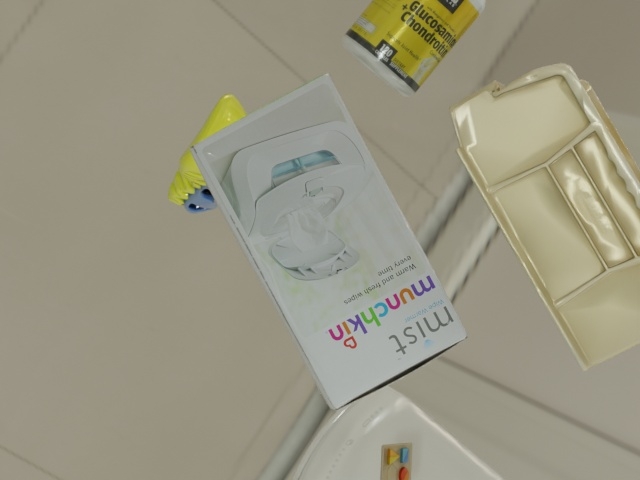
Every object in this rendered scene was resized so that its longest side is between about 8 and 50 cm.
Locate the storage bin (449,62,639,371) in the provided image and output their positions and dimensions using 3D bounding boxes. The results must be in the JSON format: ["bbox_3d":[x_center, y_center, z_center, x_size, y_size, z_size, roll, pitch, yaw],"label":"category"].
[{"bbox_3d":[0.242,-0.032,1.263,0.123,0.262,0.260,-30,86,14],"label":"storage bin"}]

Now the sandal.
[{"bbox_3d":[-0.094,-0.072,1.594,0.138,0.317,0.126,32,85,-5],"label":"sandal"}]

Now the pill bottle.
[{"bbox_3d":[0.117,-0.257,1.512,0.103,0.103,0.184,36,95,-34],"label":"pill bottle"}]

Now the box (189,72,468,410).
[{"bbox_3d":[0.000,0.000,1.137,0.127,0.262,0.231,-29,92,-1],"label":"box"}]

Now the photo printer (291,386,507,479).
[{"bbox_3d":[0.111,0.369,1.913,0.307,0.107,0.256,41,71,-13],"label":"photo printer"}]

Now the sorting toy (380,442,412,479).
[{"bbox_3d":[0.098,0.301,1.741,0.062,0.012,0.083,4,88,-46],"label":"sorting toy"}]
